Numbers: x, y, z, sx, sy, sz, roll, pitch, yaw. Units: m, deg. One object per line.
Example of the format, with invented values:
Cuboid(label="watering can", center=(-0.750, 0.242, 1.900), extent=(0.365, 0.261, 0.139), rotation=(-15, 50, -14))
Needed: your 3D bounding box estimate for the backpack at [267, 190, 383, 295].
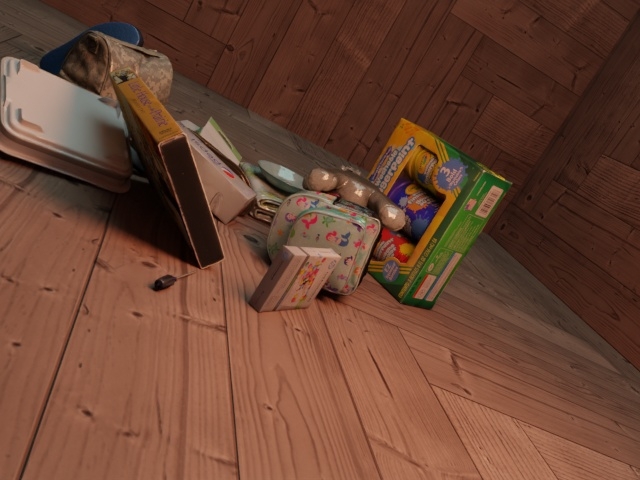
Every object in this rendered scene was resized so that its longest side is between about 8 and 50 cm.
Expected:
Cuboid(label="backpack", center=(0.000, 0.000, 1.565), extent=(0.254, 0.225, 0.191), rotation=(24, 13, 10))

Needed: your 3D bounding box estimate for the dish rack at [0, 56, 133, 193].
Cuboid(label="dish rack", center=(-0.561, -0.266, 1.440), extent=(0.333, 0.072, 0.285), rotation=(20, 40, -43))

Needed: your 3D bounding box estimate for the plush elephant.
Cuboid(label="plush elephant", center=(0.041, -0.058, 1.772), extent=(0.272, 0.255, 0.330), rotation=(25, 15, -10))

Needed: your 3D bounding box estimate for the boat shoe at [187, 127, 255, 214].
Cuboid(label="boat shoe", center=(-0.290, -0.199, 1.808), extent=(0.307, 0.111, 0.104), rotation=(49, 3, -3))

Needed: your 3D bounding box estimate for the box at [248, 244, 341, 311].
Cuboid(label="box", center=(-0.050, 0.080, 1.355), extent=(0.038, 0.145, 0.186), rotation=(40, 17, 25))

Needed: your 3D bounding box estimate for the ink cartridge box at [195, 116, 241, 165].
Cuboid(label="ink cartridge box", center=(-0.322, -0.274, 1.997), extent=(0.171, 0.056, 0.235), rotation=(54, 12, -20))

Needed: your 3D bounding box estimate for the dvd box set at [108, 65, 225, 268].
Cuboid(label="dvd box set", center=(-0.338, -0.169, 1.402), extent=(0.062, 0.307, 0.420), rotation=(-24, 40, -16))

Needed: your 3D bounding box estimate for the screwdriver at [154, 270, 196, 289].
Cuboid(label="screwdriver", center=(-0.270, 0.073, 1.223), extent=(0.024, 0.025, 0.170), rotation=(32, 6, 7))

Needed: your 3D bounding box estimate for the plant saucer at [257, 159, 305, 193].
Cuboid(label="plant saucer", center=(-0.111, -0.185, 1.991), extent=(0.195, 0.037, 0.195), rotation=(26, 15, -7))

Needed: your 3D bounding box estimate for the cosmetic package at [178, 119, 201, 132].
Cuboid(label="cosmetic package", center=(-0.437, -0.303, 1.959), extent=(0.060, 0.098, 0.239), rotation=(30, 15, -1))

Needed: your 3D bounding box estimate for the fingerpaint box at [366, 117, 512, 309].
Cuboid(label="fingerpaint box", center=(0.286, -0.085, 1.949), extent=(0.163, 0.444, 0.371), rotation=(15, 22, -43))

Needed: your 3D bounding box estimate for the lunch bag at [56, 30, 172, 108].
Cuboid(label="lunch bag", center=(-0.573, -0.438, 1.830), extent=(0.213, 0.256, 0.305), rotation=(36, 15, 20))

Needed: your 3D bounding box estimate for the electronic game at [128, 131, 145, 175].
Cuboid(label="electronic game", center=(-0.477, -0.261, 1.712), extent=(0.229, 0.048, 0.229), rotation=(46, 24, -27))

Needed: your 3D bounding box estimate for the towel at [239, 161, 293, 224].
Cuboid(label="towel", center=(-0.097, -0.118, 2.023), extent=(0.321, 0.090, 0.374), rotation=(24, 16, -24))

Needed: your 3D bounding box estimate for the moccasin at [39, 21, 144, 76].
Cuboid(label="moccasin", center=(-0.689, -0.574, 1.985), extent=(0.342, 0.137, 0.117), rotation=(-12, -8, 13))

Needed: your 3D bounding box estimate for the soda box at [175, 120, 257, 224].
Cuboid(label="soda box", center=(-0.307, -0.177, 1.681), extent=(0.286, 0.098, 0.091), rotation=(44, 14, -3))
